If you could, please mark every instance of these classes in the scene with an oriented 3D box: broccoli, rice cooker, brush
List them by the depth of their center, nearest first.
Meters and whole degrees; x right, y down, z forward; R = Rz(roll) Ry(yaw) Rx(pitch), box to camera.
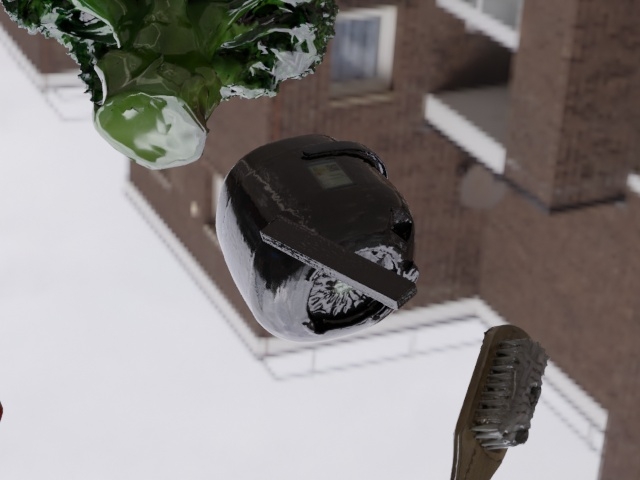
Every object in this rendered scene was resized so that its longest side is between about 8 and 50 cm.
[{"bbox_3d":[-0.126,-0.187,1.199,0.297,0.297,0.297,7,-131,7],"label":"broccoli"},{"bbox_3d":[0.168,0.234,1.552,0.070,0.327,0.065,31,157,-23],"label":"brush"},{"bbox_3d":[0.000,0.000,2.029,0.267,0.267,0.224,-11,-140,-26],"label":"rice cooker"}]

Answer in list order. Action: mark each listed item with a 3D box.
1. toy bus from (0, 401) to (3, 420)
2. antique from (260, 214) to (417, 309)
[{"bbox_3d":[-0.492,0.299,1.907,0.121,0.265,0.120,14,-173,-40],"label":"toy bus"},{"bbox_3d":[0.014,0.020,1.437,0.031,0.015,0.192,-40,-137,-24],"label":"antique"}]
